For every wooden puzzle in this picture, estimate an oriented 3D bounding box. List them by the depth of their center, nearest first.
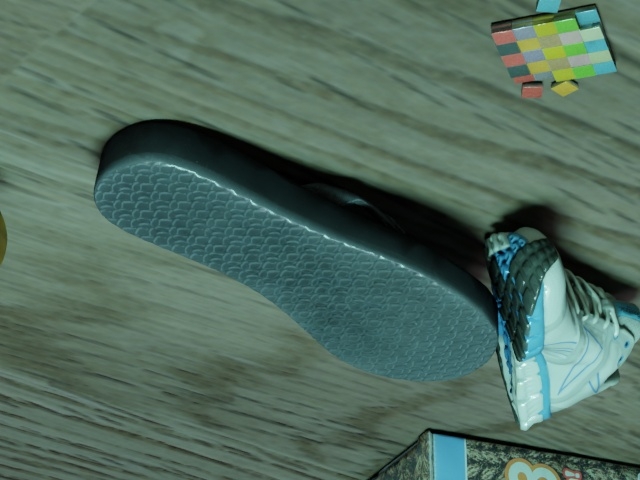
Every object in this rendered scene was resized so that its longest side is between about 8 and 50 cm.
[{"bbox_3d":[0.109,-0.089,0.907,0.049,0.006,0.083,-9,150,17],"label":"wooden puzzle"}]

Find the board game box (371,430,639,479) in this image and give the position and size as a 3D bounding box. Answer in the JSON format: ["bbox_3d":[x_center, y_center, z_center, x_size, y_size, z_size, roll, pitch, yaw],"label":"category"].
[{"bbox_3d":[0.159,0.264,1.424,0.291,0.141,0.232,11,150,-20],"label":"board game box"}]

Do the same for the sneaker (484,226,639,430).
[{"bbox_3d":[0.140,0.041,1.103,0.083,0.071,0.190,-15,154,0],"label":"sneaker"}]

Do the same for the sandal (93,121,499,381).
[{"bbox_3d":[0.000,-0.001,1.036,0.254,0.054,0.097,32,138,-28],"label":"sandal"}]

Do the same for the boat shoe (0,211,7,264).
[{"bbox_3d":[-0.252,-0.032,0.957,0.073,0.073,0.207,-23,137,40],"label":"boat shoe"}]
